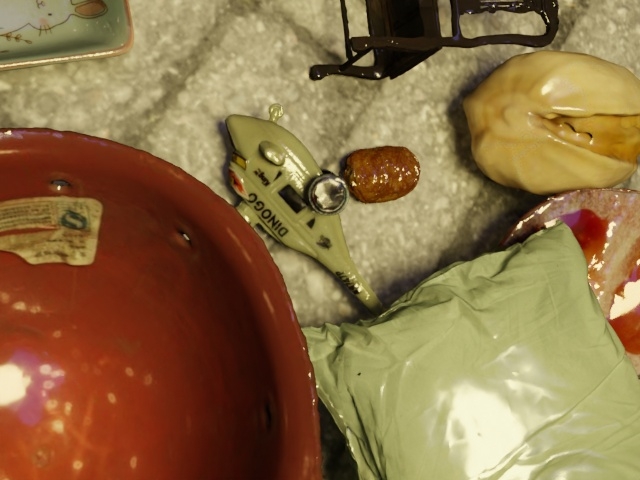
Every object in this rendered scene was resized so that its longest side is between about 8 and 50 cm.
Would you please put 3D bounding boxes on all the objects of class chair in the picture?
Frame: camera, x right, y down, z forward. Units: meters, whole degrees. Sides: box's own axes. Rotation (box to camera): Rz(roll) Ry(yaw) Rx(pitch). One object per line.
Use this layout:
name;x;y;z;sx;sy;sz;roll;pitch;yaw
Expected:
chair;0.109;-0.226;0.745;0.229;0.113;0.106;-5;89;-22

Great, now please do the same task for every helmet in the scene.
helmet;-0.190;0.136;0.515;0.337;0.230;0.385;-26;77;-29

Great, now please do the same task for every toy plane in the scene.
toy plane;0.000;0.000;0.701;0.108;0.092;0.286;-41;101;1

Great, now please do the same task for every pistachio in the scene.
pistachio;0.259;-0.122;0.788;0.229;0.157;0.157;1;85;-31

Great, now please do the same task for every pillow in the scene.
pillow;0.148;0.169;0.641;0.283;0.138;0.310;-19;81;-11

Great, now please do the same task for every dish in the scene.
dish;-0.284;-0.204;0.605;0.234;0.064;0.154;-14;91;-24

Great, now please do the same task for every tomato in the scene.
tomato;0.276;0.035;0.783;0.228;0.112;0.199;22;98;-10

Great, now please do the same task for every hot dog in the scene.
hot dog;0.060;-0.068;0.755;0.083;0.035;0.058;-9;90;-24
